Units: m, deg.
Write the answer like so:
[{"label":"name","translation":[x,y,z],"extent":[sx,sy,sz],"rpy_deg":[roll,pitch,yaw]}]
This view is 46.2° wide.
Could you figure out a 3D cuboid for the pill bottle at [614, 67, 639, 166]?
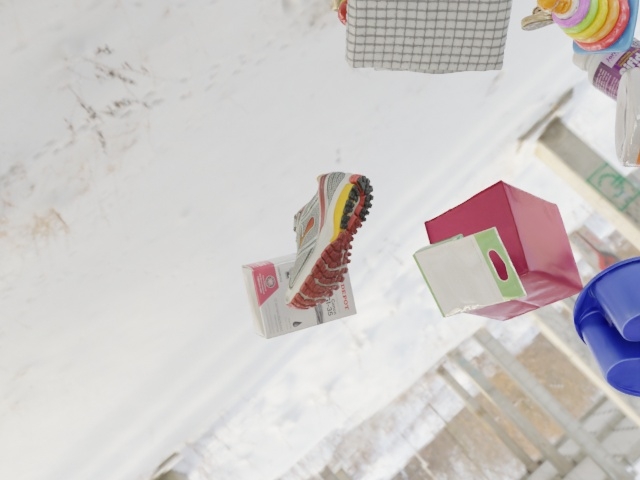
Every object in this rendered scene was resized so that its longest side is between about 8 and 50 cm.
[{"label":"pill bottle","translation":[0.861,-0.267,1.629],"extent":[0.224,0.393,0.223],"rpy_deg":[2,90,-76]}]

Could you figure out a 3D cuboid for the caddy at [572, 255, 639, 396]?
[{"label":"caddy","translation":[0.640,0.148,1.361],"extent":[0.179,0.342,0.241],"rpy_deg":[-88,-179,-55]}]

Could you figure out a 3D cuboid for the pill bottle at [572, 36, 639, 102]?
[{"label":"pill bottle","translation":[0.856,-0.466,2.079],"extent":[0.169,0.301,0.169],"rpy_deg":[-31,147,-22]}]

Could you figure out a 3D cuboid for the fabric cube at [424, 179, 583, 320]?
[{"label":"fabric cube","translation":[0.458,0.038,1.893],"extent":[0.258,0.254,0.259],"rpy_deg":[14,147,-42]}]

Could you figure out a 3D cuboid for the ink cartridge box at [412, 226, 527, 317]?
[{"label":"ink cartridge box","translation":[0.338,0.068,1.677],"extent":[0.235,0.171,0.056],"rpy_deg":[-22,-174,43]}]

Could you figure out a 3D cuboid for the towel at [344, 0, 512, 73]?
[{"label":"towel","translation":[0.184,-0.412,1.300],"extent":[0.235,0.284,0.121],"rpy_deg":[88,4,-45]}]

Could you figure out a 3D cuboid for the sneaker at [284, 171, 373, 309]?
[{"label":"sneaker","translation":[0.000,0.000,1.140],"extent":[0.088,0.093,0.225],"rpy_deg":[35,77,-54]}]

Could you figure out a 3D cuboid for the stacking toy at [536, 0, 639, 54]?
[{"label":"stacking toy","translation":[0.635,-0.570,1.859],"extent":[0.302,0.175,0.165],"rpy_deg":[2,97,-38]}]

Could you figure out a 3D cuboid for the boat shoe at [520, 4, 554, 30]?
[{"label":"boat shoe","translation":[0.585,-0.596,1.972],"extent":[0.170,0.059,0.063],"rpy_deg":[-21,178,-29]}]

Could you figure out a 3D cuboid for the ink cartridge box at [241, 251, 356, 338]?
[{"label":"ink cartridge box","translation":[-0.058,0.139,2.121],"extent":[0.283,0.207,0.117],"rpy_deg":[-14,-173,-20]}]

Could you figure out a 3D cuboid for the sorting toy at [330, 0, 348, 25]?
[{"label":"sorting toy","translation":[0.167,-0.570,1.760],"extent":[0.255,0.257,0.089],"rpy_deg":[118,-13,-63]}]
